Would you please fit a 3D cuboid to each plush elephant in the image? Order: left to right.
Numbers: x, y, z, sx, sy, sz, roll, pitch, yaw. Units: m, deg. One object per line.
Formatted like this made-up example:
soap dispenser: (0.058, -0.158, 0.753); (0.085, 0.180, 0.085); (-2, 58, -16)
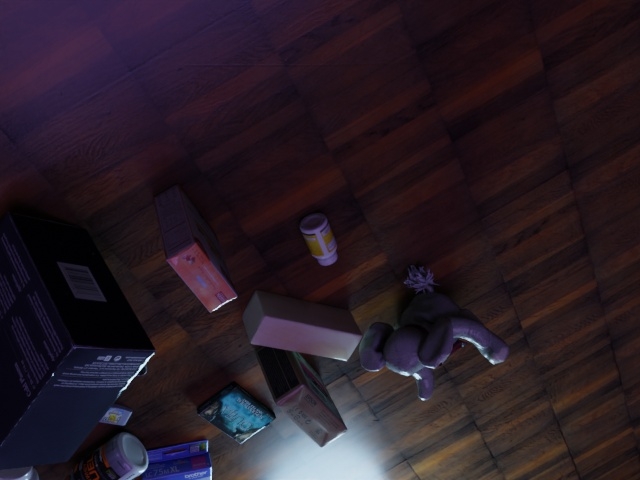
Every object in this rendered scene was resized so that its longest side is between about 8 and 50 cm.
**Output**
plush elephant: (0.258, 0.260, 1.629); (0.255, 0.272, 0.330); (-51, 118, -34)

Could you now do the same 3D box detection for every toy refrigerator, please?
toy refrigerator: (-0.045, 0.210, 1.594); (0.270, 0.102, 0.094); (16, 116, -29)

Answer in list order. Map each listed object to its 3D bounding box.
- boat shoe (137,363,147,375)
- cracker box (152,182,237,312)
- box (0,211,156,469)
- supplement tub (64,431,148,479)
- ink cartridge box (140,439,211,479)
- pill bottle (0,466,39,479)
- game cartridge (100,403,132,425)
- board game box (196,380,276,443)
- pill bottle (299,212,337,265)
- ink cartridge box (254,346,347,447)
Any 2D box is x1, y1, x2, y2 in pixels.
boat shoe: (-0.455, 0.223, 1.469); (0.078, 0.070, 0.219); (-34, 128, 4)
cracker box: (-0.248, 0.010, 1.298); (0.067, 0.232, 0.155); (-30, 129, 1)
box: (-0.523, 0.183, 1.226); (0.312, 0.343, 0.179); (-49, 148, 16)
supplement tub: (-0.537, 0.577, 1.654); (0.190, 0.117, 0.117); (-37, 128, 6)
ink cartridge box: (-0.395, 0.685, 1.820); (0.186, 0.065, 0.310); (-5, 123, -18)
pill bottle: (-0.747, 0.614, 1.597); (0.124, 0.124, 0.221); (5, 122, -23)
game cartridge: (-0.509, 0.426, 1.626); (0.083, 0.017, 0.056); (18, 111, -30)
board game box: (-0.220, 0.457, 1.748); (0.126, 0.026, 0.186); (-37, 128, 6)
pill bottle: (0.000, 0.000, 1.489); (0.065, 0.065, 0.116); (-24, 128, -3)
ink cartridge box: (-0.049, 0.375, 1.648); (0.088, 0.193, 0.234); (-35, 128, 2)
